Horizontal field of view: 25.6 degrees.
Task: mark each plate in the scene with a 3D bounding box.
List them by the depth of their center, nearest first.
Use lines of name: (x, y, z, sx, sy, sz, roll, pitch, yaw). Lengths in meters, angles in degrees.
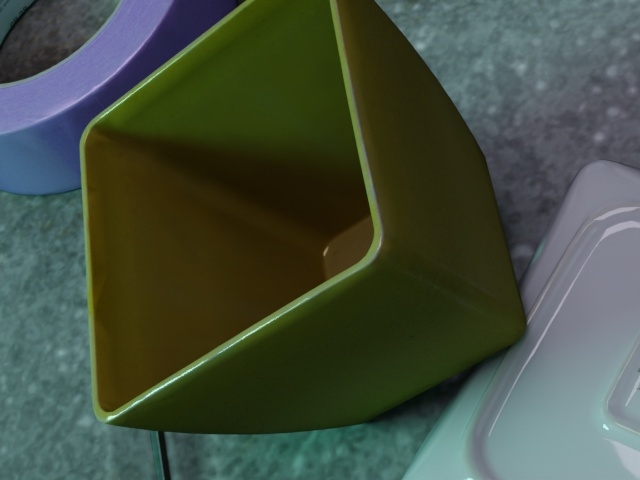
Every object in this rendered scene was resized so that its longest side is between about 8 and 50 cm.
plate: (0.206, 0.091, 0.798, 0.277, 0.045, 0.278, 21, 71, 34)

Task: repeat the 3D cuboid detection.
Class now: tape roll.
tape roll: (-0.208, -0.175, 1.121, 0.275, 0.090, 0.274, -11, 57, 18)

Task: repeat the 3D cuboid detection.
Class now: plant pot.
plant pot: (0.000, 0.000, 0.837, 0.212, 0.187, 0.212, -32, 50, 30)
